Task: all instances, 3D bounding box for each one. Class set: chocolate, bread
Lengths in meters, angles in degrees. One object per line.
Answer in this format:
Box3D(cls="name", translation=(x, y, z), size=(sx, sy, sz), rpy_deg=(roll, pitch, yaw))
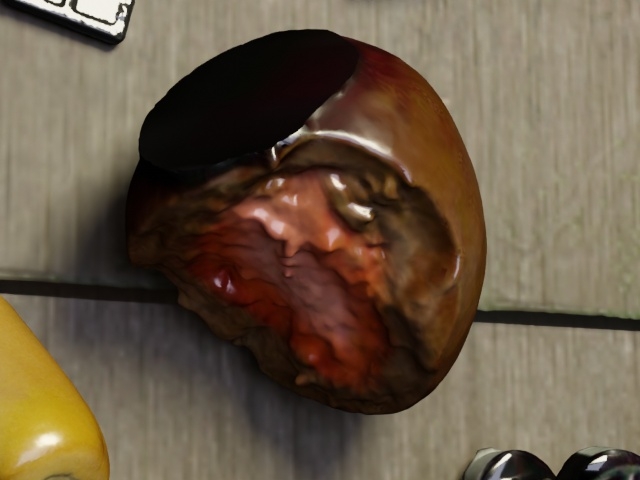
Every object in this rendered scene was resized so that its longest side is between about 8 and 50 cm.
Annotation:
Box3D(cls="chocolate", translation=(0.000, 0.000, 0.711), size=(0.127, 0.124, 0.133), rpy_deg=(-35, 126, -27))
Box3D(cls="bread", translation=(-0.111, 0.061, 0.691), size=(0.049, 0.103, 0.062), rpy_deg=(-29, 135, -15))

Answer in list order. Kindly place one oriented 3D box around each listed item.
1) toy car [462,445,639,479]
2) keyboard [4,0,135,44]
Box3D(cls="toy car", translation=(0.022, 0.157, 0.695), size=(0.256, 0.101, 0.124), rpy_deg=(-14, 90, -23))
Box3D(cls="keyboard", translation=(-0.082, -0.154, 0.761), size=(0.053, 0.010, 0.155), rpy_deg=(20, 73, -19))
